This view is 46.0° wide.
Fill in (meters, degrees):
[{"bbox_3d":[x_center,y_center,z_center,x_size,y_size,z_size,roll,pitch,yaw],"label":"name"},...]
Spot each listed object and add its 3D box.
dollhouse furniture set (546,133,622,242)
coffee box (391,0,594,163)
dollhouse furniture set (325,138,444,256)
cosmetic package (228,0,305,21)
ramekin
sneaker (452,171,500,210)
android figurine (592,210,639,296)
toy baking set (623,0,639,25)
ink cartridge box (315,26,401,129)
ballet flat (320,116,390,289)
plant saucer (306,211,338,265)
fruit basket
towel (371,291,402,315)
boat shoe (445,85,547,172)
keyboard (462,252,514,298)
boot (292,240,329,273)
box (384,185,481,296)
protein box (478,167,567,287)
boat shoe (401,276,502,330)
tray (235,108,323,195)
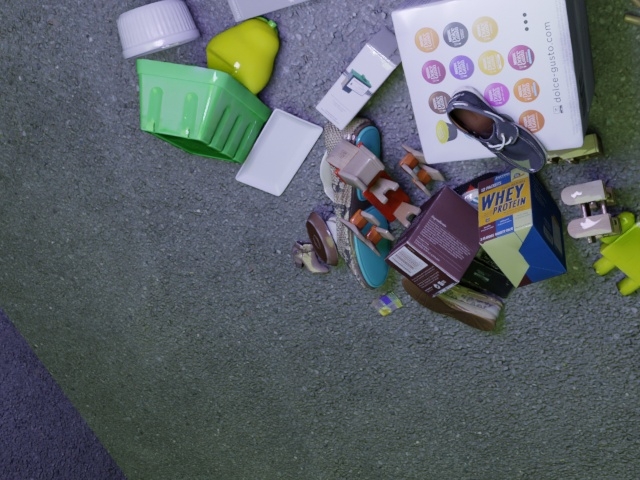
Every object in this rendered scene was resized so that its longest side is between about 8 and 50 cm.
[{"bbox_3d":[0.593,-0.109,1.770,0.161,0.212,0.242,-12,84,27],"label":"dollhouse furniture set"},{"bbox_3d":[0.382,-0.395,1.602,0.334,0.338,0.338,-4,119,26],"label":"coffee box"},{"bbox_3d":[0.141,-0.138,1.896,0.259,0.262,0.135,42,177,-42],"label":"dollhouse furniture set"},{"bbox_3d":[-0.113,-0.627,1.821,0.238,0.107,0.127,-11,117,25],"label":"cosmetic package"},{"bbox_3d":[-0.425,-0.549,1.945,0.207,0.207,0.109,-10,106,28],"label":"ramekin"},{"bbox_3d":[0.414,-0.119,1.946,0.161,0.057,0.075,-22,126,31],"label":"sneaker"},{"bbox_3d":[0.814,0.024,1.855,0.248,0.056,0.273,41,128,-4],"label":"android figurine"},{"bbox_3d":[0.761,-0.511,1.560,0.256,0.030,0.197,24,126,8],"label":"toy baking set"},{"bbox_3d":[0.106,-0.396,1.833,0.092,0.160,0.219,40,126,-4],"label":"ink cartridge box"},{"bbox_3d":[0.085,-0.105,2.047,0.182,0.164,0.483,14,121,41],"label":"ballet flat"},{"bbox_3d":[0.000,0.000,2.135,0.168,0.029,0.168,58,163,29],"label":"plant saucer"},{"bbox_3d":[-0.263,-0.406,1.917,0.283,0.392,0.392,12,124,16],"label":"fruit basket"},{"bbox_3d":[0.199,0.191,2.249,0.083,0.009,0.060,-33,102,35],"label":"towel"},{"bbox_3d":[0.344,-0.204,1.482,0.233,0.079,0.084,37,127,-5],"label":"boat shoe"},{"bbox_3d":[0.451,0.083,2.067,0.180,0.023,0.108,26,133,5],"label":"keyboard"},{"bbox_3d":[-0.028,0.047,2.241,0.118,0.042,0.087,10,115,9],"label":"boot"},{"bbox_3d":[0.304,0.005,1.936,0.167,0.203,0.168,38,157,-2],"label":"box"},{"bbox_3d":[0.490,-0.034,1.832,0.136,0.201,0.200,-21,131,31],"label":"protein box"},{"bbox_3d":[0.367,0.157,2.119,0.285,0.089,0.104,27,153,9],"label":"boat shoe"},{"bbox_3d":[-0.117,-0.244,2.081,0.145,0.030,0.270,20,130,-21],"label":"tray"}]
